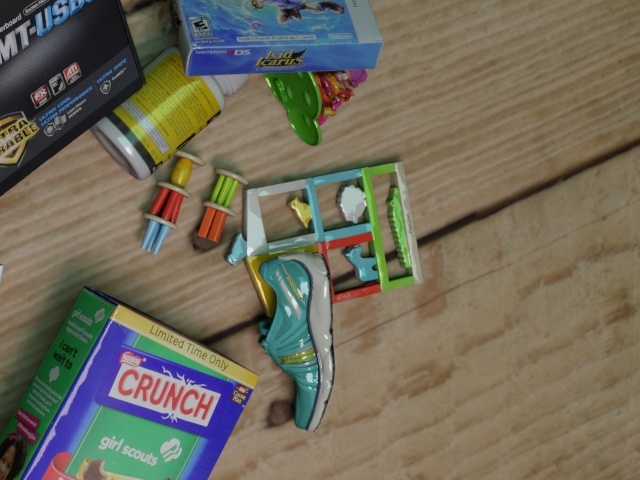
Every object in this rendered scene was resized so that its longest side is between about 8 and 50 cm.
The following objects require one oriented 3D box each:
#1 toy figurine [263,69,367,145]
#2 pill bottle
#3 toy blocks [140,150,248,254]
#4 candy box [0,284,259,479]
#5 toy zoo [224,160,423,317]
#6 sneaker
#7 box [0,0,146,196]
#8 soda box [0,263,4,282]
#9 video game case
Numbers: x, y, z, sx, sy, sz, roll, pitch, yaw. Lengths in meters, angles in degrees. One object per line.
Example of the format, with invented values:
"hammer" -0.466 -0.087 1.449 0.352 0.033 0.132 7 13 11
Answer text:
"toy figurine" 0.020 -0.247 1.702 0.159 0.130 0.173 -35 125 -24
"pill bottle" -0.207 -0.191 1.610 0.208 0.119 0.119 -43 105 -12
"toy blocks" -0.183 -0.039 1.659 0.123 0.054 0.148 24 85 -18
"candy box" -0.267 0.258 1.568 0.268 0.122 0.317 32 81 -39
"toy zoo" 0.000 0.000 1.737 0.293 0.030 0.192 -12 96 -18
"sneaker" -0.035 0.145 1.690 0.110 0.107 0.275 -4 108 0
"box" -0.367 -0.235 1.401 0.295 0.073 0.293 -43 141 -30
"soda box" -0.530 0.041 1.533 0.216 0.074 0.069 14 88 -19
"video game case" -0.074 -0.338 1.611 0.270 0.061 0.244 -5 55 -19
